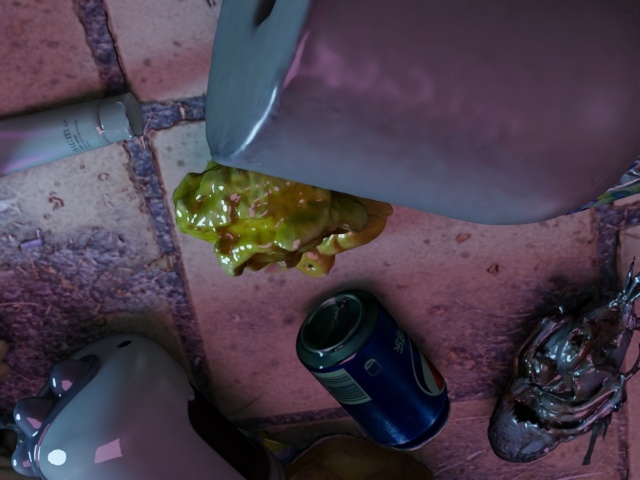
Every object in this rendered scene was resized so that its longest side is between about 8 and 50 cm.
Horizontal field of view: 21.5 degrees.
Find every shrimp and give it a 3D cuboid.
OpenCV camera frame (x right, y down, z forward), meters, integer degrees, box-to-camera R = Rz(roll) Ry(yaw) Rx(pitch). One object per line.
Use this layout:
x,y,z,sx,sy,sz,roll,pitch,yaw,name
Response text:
0.308,0.166,1.973,0.137,0.172,0.372,-22,155,-29,shrimp

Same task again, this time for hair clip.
-0.025,0.279,2.139,0.188,0.033,0.060,12,129,-14,hair clip

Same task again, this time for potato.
0.079,0.394,2.076,0.246,0.196,0.300,-28,115,-28,potato

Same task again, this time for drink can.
0.065,0.155,1.984,0.118,0.118,0.205,-26,129,18,drink can

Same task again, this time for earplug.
0.121,-0.177,1.581,0.394,0.313,0.313,14,129,-20,earplug

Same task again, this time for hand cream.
-0.287,-0.110,1.771,0.205,0.050,0.078,-13,129,15,hand cream

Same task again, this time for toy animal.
0.003,0.002,1.882,0.159,0.070,0.083,-38,157,31,toy animal

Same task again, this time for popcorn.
-0.056,-0.040,1.760,0.197,0.197,0.156,-20,100,13,popcorn

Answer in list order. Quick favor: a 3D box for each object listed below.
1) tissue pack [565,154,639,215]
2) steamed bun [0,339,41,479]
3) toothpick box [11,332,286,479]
0.304,-0.078,1.821,0.111,0.079,0.085,-17,131,10,tissue pack
-0.501,0.187,1.952,0.428,0.189,0.247,18,157,-17,steamed bun
-0.217,0.252,1.975,0.229,0.229,0.316,-30,122,20,toothpick box
